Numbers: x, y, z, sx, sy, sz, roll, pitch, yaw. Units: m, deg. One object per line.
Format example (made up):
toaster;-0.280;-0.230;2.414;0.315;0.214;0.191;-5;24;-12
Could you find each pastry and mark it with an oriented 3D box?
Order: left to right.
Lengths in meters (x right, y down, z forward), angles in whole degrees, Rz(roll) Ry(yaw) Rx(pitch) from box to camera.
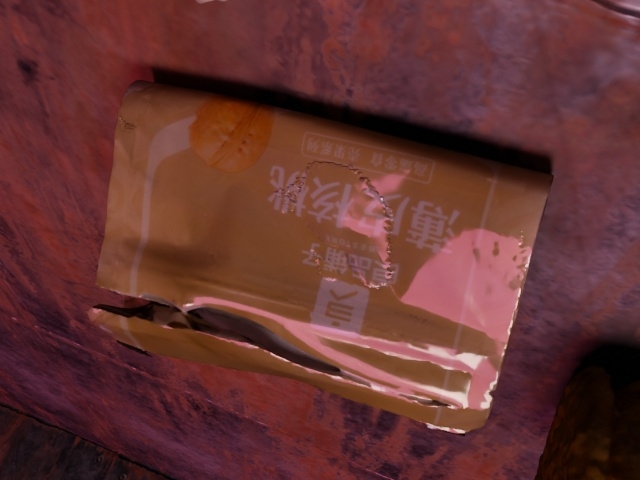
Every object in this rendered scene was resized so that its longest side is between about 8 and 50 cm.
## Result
pastry;0.240;0.229;0.584;0.132;0.235;0.240;14;128;25

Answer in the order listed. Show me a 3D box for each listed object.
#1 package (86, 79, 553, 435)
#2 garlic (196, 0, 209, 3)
package;-0.012;0.028;0.523;0.311;0.165;0.221;16;149;14
garlic;-0.130;-0.214;0.233;0.281;0.184;0.203;15;-178;-23
